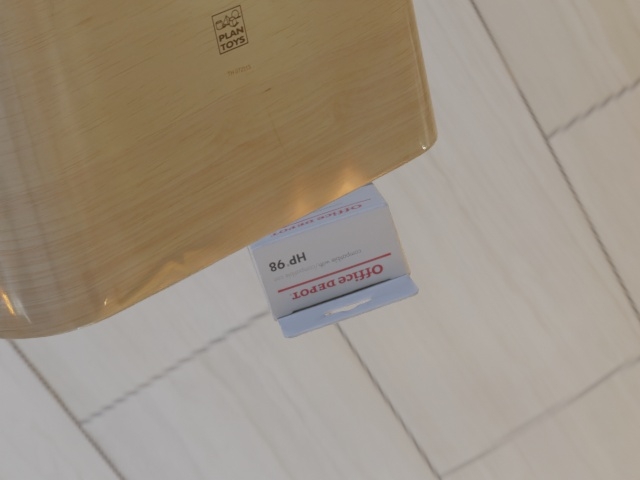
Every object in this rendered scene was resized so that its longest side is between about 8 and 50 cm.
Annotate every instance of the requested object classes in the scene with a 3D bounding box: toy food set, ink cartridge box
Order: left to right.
[{"bbox_3d":[-0.073,-0.110,0.772,0.306,0.092,0.219,-29,118,-35],"label":"toy food set"},{"bbox_3d":[0.000,0.000,1.125,0.104,0.180,0.060,-19,109,-4],"label":"ink cartridge box"}]
